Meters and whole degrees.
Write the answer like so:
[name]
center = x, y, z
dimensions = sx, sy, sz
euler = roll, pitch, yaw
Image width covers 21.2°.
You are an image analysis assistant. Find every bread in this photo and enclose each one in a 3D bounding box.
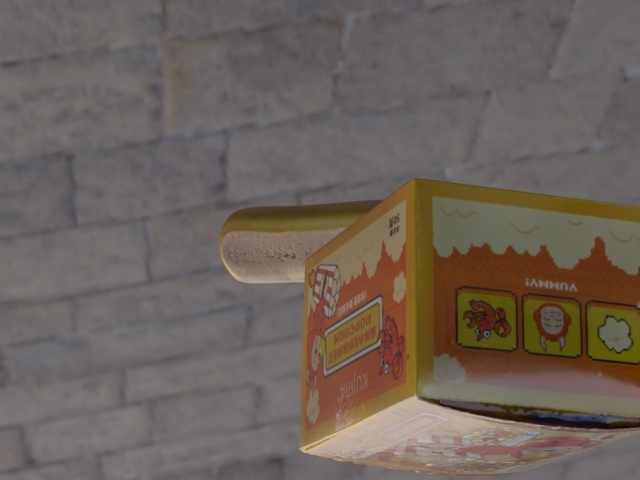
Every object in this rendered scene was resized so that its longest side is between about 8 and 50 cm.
[bread]
center = 0.000, 0.000, 1.946
dimensions = 0.239, 0.093, 0.074
euler = -1, -160, 28

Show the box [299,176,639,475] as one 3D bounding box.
[box]
center = 0.147, 0.093, 1.580
dimensions = 0.259, 0.214, 0.283
euler = 5, 162, -19
